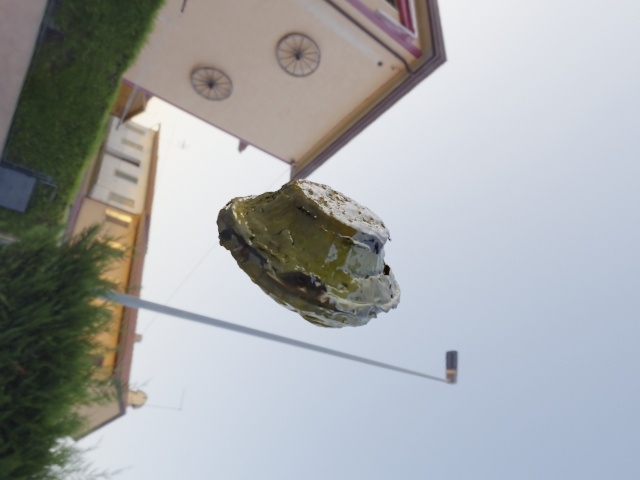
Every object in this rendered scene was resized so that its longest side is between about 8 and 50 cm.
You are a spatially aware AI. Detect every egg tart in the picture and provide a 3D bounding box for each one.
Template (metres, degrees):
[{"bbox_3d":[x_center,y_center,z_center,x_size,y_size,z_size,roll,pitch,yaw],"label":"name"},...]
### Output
[{"bbox_3d":[0.000,0.000,0.502,0.106,0.241,0.241,-58,-149,22],"label":"egg tart"}]
